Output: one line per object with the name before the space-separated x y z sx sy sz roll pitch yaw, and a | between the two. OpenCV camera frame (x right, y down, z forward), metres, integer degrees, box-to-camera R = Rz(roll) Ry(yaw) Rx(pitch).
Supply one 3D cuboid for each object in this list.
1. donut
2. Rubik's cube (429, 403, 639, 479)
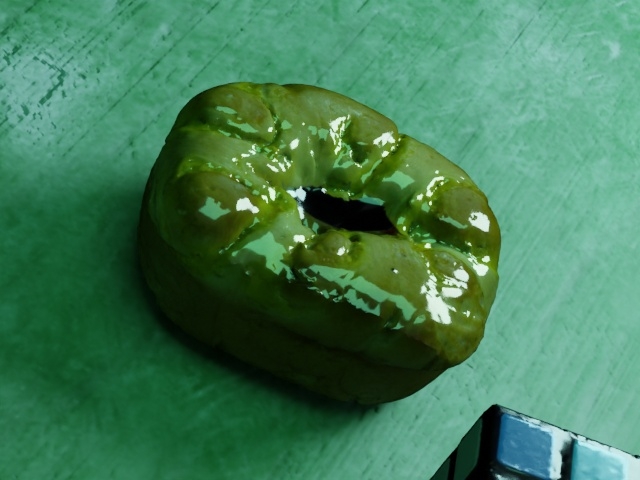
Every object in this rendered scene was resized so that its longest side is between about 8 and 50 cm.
donut | 0.000 0.000 1.293 0.261 0.128 0.208 29 46 -5
Rubik's cube | 0.139 0.229 1.172 0.162 0.163 0.160 19 49 -9
